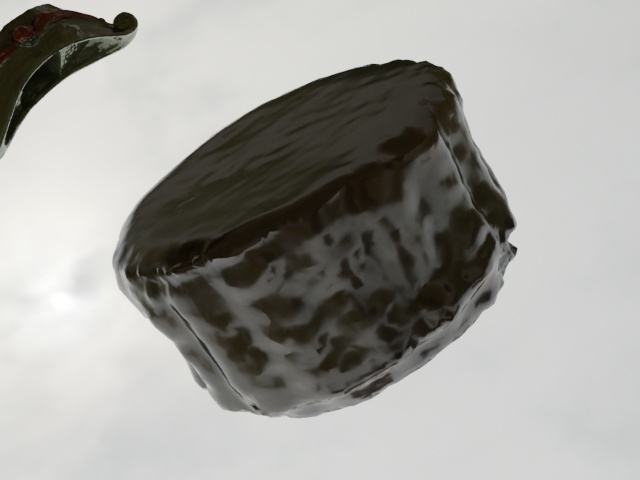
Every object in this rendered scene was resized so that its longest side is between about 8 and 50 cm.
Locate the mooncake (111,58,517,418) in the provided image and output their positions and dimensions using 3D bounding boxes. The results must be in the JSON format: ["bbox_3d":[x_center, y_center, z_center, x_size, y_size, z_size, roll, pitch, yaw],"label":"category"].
[{"bbox_3d":[-0.001,-0.001,1.068,0.324,0.187,0.324,-26,-157,12],"label":"mooncake"}]

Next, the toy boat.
[{"bbox_3d":[-0.231,-0.141,1.046,0.071,0.089,0.185,40,-116,5],"label":"toy boat"}]
